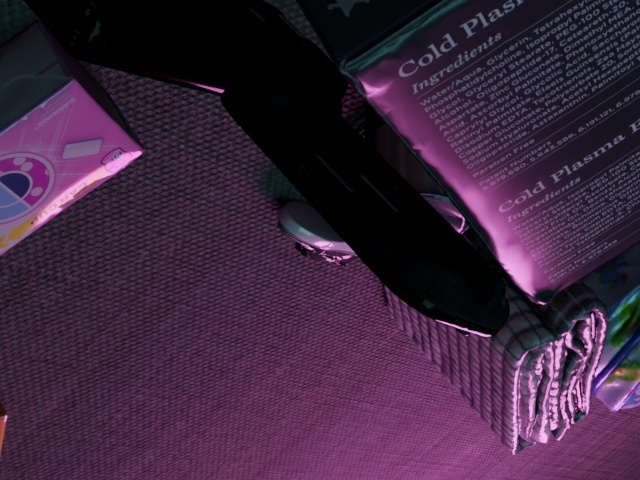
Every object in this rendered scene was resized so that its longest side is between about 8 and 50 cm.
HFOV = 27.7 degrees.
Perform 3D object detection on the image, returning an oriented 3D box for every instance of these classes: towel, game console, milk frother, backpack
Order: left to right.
[{"bbox_3d":[-0.032,-0.071,0.753,0.213,0.361,0.044,8,121,-48],"label":"game console"},{"bbox_3d":[0.062,-0.054,1.098,0.129,0.134,0.143,-4,148,10],"label":"milk frother"},{"bbox_3d":[0.172,0.065,1.288,0.121,0.235,0.283,-35,151,-11],"label":"towel"},{"bbox_3d":[0.396,0.055,1.514,0.356,0.273,0.290,6,139,-33],"label":"backpack"}]

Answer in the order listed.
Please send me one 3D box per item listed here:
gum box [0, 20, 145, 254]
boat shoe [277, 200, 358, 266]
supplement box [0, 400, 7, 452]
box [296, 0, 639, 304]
[{"bbox_3d":[-0.230,-0.050,0.890,0.188,0.062,0.107,-35,150,2],"label":"gum box"},{"bbox_3d":[0.000,0.000,1.207,0.040,0.049,0.142,-44,151,18],"label":"boat shoe"},{"bbox_3d":[-0.335,0.202,1.142,0.080,0.078,0.233,-16,146,-35],"label":"supplement box"},{"bbox_3d":[0.067,-0.187,0.691,0.179,0.343,0.312,-34,151,9],"label":"box"}]
